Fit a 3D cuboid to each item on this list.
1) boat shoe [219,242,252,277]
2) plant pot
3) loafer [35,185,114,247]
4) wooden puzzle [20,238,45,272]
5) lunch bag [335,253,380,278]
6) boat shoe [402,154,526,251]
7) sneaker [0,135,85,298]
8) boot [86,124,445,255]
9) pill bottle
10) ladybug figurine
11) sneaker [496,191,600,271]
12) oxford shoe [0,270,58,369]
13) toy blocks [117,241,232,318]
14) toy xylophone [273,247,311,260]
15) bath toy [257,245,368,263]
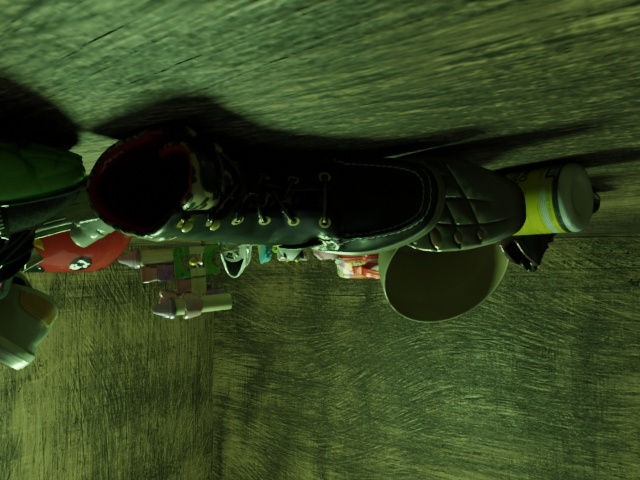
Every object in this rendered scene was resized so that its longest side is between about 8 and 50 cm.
[{"bbox_3d":[-0.242,0.017,1.296,0.096,0.088,0.267,19,148,-1],"label":"boat shoe"},{"bbox_3d":[0.252,0.017,1.055,0.284,0.284,0.191,0,-149,-13],"label":"plant pot"},{"bbox_3d":[-0.415,-0.043,0.832,0.320,0.111,0.112,-3,178,-2],"label":"loafer"},{"bbox_3d":[-0.576,0.022,0.882,0.116,0.078,0.014,-21,-153,7],"label":"wooden puzzle"},{"bbox_3d":[0.192,0.038,1.460,0.293,0.120,0.258,-5,-153,16],"label":"lunch bag"},{"bbox_3d":[0.146,-0.061,0.700,0.130,0.132,0.355,-10,-168,-39],"label":"boat shoe"},{"bbox_3d":[-0.420,-0.015,0.584,0.185,0.202,0.483,1,177,-37],"label":"sneaker"},{"bbox_3d":[-0.065,-0.056,0.577,0.378,0.138,0.284,4,179,31],"label":"boot"},{"bbox_3d":[0.317,-0.059,0.734,0.103,0.103,0.184,2,176,-40],"label":"pill bottle"},{"bbox_3d":[-0.618,-0.010,1.008,0.450,0.161,0.305,-1,176,6],"label":"ladybug figurine"},{"bbox_3d":[0.432,-0.020,0.900,0.281,0.162,0.106,2,176,-25],"label":"sneaker"},{"bbox_3d":[-0.623,0.085,0.837,0.449,0.130,0.169,18,152,31],"label":"oxford shoe"},{"bbox_3d":[-0.406,0.061,1.240,0.260,0.288,0.309,-4,-179,-25],"label":"toy blocks"},{"bbox_3d":[-0.145,0.010,1.806,0.236,0.081,0.322,1,-172,1],"label":"toy xylophone"},{"bbox_3d":[0.000,0.000,1.310,0.348,0.129,0.151,-1,158,-20],"label":"bath toy"}]
